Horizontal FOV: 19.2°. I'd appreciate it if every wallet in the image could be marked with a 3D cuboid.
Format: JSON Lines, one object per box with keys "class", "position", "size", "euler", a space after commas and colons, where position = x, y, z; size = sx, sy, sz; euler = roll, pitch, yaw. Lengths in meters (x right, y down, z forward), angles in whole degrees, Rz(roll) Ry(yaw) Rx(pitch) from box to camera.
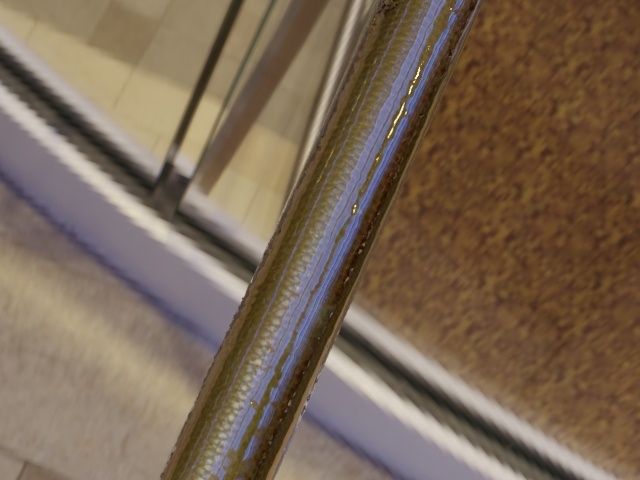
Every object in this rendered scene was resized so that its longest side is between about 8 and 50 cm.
{"class": "wallet", "position": [0.000, 0.000, 0.583], "size": [0.031, 0.110, 0.198], "euler": [24, 86, -2]}
